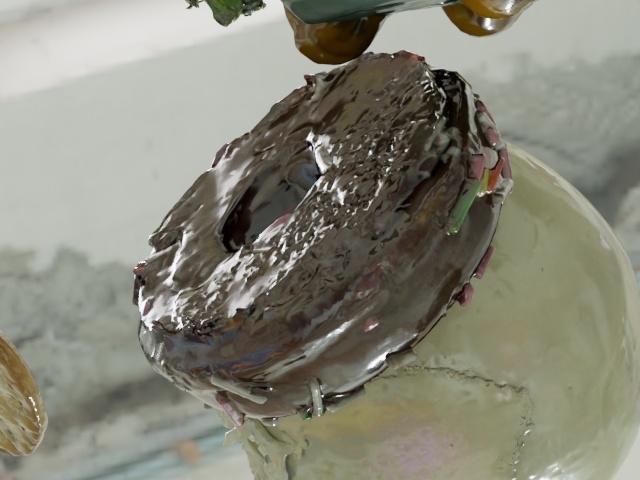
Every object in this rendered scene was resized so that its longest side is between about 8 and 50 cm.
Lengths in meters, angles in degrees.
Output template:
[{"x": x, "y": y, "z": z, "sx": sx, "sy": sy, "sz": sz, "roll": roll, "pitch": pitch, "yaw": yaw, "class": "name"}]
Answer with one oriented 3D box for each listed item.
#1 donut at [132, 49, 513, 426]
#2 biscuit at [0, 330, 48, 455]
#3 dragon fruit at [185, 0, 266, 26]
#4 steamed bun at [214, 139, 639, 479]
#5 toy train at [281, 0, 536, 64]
[{"x": 0.000, "y": 0.000, "z": 1.086, "sx": 0.269, "sy": 0.103, "sz": 0.270, "roll": -33, "pitch": -154, "yaw": 18, "class": "donut"}, {"x": -0.343, "y": 0.122, "z": 1.706, "sx": 0.203, "sy": 0.260, "sz": 0.041, "roll": 9, "pitch": -128, "yaw": 29, "class": "biscuit"}, {"x": -0.132, "y": -0.270, "z": 1.464, "sx": 0.236, "sy": 0.137, "sz": 0.135, "roll": 31, "pitch": -155, "yaw": -13, "class": "dragon fruit"}, {"x": 0.079, "y": 0.095, "z": 1.306, "sx": 0.312, "sy": 0.334, "sz": 0.233, "roll": -17, "pitch": -148, "yaw": 26, "class": "steamed bun"}, {"x": 0.094, "y": -0.236, "z": 1.049, "sx": 0.163, "sy": 0.232, "sz": 0.369, "roll": -11, "pitch": -178, "yaw": 45, "class": "toy train"}]
